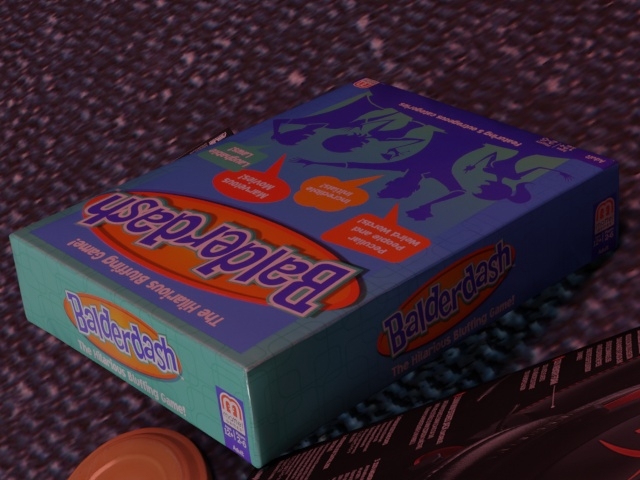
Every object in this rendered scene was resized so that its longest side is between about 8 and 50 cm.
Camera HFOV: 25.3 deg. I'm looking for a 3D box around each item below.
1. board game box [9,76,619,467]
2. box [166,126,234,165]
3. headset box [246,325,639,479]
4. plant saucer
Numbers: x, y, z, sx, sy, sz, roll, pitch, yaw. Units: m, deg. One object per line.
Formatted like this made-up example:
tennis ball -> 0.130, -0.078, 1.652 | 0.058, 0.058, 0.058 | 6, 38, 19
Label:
board game box -> 0.000, 0.000, 0.610 | 0.210, 0.047, 0.160 | -28, 36, -34
box -> -0.070, -0.015, 0.750 | 0.083, 0.018, 0.067 | -32, 43, 2
headset box -> 0.108, 0.096, 0.403 | 0.293, 0.110, 0.218 | -22, 5, 12
plant saucer -> -0.088, 0.121, 0.646 | 0.083, 0.013, 0.083 | -17, 46, 19
